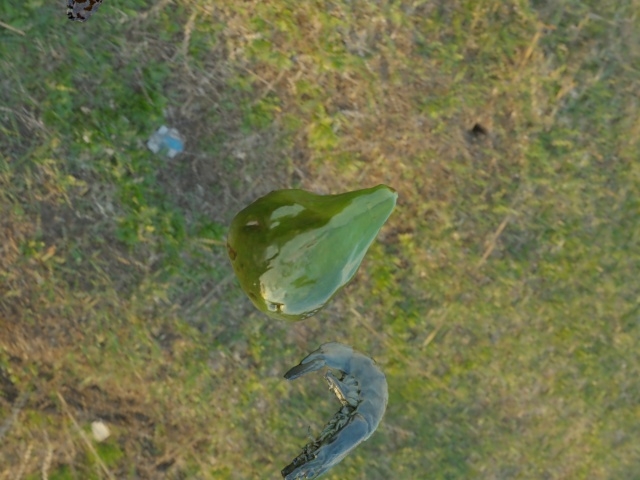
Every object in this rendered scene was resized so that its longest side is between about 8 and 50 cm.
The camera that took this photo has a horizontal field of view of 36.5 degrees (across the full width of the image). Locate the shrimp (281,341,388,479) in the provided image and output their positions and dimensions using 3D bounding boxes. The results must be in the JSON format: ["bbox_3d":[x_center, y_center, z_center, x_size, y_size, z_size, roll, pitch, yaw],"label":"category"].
[{"bbox_3d":[0.006,0.228,1.318,0.217,0.051,0.150,-42,107,-33],"label":"shrimp"}]

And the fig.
[{"bbox_3d":[0.000,0.000,1.479,0.275,0.206,0.206,-25,140,18],"label":"fig"}]

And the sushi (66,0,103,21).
[{"bbox_3d":[-0.292,-0.431,1.173,0.179,0.167,0.296,-30,161,-33],"label":"sushi"}]
